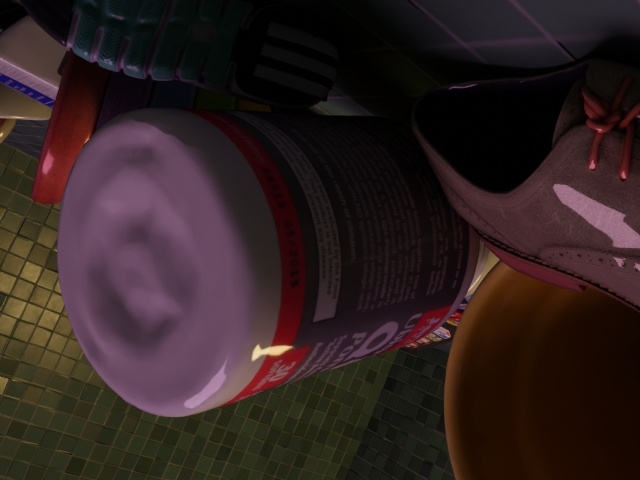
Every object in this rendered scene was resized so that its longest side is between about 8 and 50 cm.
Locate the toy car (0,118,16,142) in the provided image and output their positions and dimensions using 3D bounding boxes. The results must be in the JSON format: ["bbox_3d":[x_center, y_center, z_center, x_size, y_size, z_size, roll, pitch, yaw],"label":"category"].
[{"bbox_3d":[-0.592,-0.226,1.290,0.188,0.155,0.149,43,164,-32],"label":"toy car"}]

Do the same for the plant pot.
[{"bbox_3d":[0.257,0.121,0.568,0.238,0.254,0.254,9,-176,-39],"label":"plant pot"}]

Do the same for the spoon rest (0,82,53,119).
[{"bbox_3d":[-0.455,-0.200,1.043,0.137,0.084,0.276,32,-172,13],"label":"spoon rest"}]

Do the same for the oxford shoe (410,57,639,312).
[{"bbox_3d":[0.173,-0.021,0.388,0.130,0.123,0.348,35,167,-33],"label":"oxford shoe"}]

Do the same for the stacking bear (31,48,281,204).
[{"bbox_3d":[-0.096,-0.078,0.737,0.288,0.176,0.164,16,-177,-19],"label":"stacking bear"}]

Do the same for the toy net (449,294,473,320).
[{"bbox_3d":[0.127,0.064,1.021,0.232,0.045,0.122,4,164,15],"label":"toy net"}]

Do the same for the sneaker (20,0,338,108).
[{"bbox_3d":[-0.098,-0.137,0.558,0.223,0.083,0.098,23,178,0],"label":"sneaker"}]

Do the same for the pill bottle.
[{"bbox_3d":[0.000,0.000,0.562,0.176,0.177,0.318,18,-163,38],"label":"pill bottle"}]

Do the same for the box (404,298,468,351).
[{"bbox_3d":[0.114,0.066,1.128,0.270,0.060,0.216,28,147,-30],"label":"box"}]

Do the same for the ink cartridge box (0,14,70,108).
[{"bbox_3d":[-0.265,-0.169,0.923,0.370,0.069,0.175,25,174,-29],"label":"ink cartridge box"}]
